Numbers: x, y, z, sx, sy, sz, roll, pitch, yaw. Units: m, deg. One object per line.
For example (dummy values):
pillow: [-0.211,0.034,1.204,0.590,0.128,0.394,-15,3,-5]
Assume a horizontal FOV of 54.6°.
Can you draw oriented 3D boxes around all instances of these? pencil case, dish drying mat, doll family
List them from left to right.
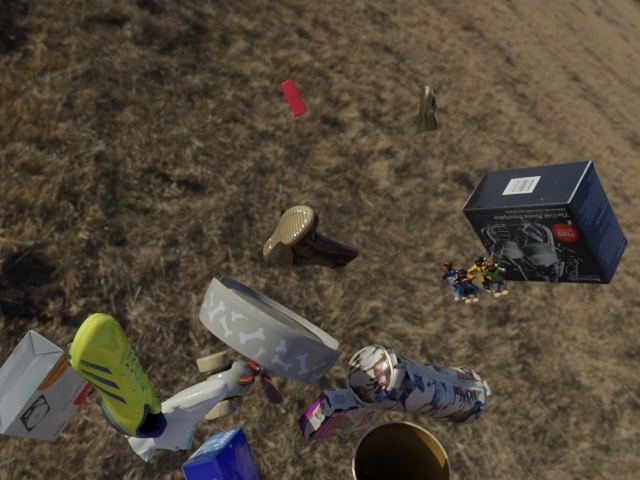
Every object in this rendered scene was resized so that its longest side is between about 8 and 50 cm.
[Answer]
dish drying mat: [-0.062,-0.332,1.445,0.008,0.032,0.083,-59,125,-81]
pencil case: [0.275,0.393,1.671,0.410,0.184,0.159,20,56,-34]
doll family: [0.392,0.094,1.598,0.111,0.193,0.076,63,30,-12]

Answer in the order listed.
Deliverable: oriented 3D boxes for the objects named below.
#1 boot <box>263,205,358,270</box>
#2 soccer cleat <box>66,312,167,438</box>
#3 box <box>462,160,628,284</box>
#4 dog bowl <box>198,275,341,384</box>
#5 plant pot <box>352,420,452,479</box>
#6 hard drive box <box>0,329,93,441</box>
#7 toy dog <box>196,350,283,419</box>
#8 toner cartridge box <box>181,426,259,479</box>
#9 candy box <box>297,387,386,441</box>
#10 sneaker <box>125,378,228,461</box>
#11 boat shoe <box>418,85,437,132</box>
boot: [0.000,0.000,1.450,0.207,0.248,0.090,10,64,-23]
soccer cleat: [-0.290,0.208,0.930,0.121,0.289,0.093,20,51,15]
box: [0.652,-0.043,1.804,0.312,0.343,0.179,52,59,-26]
dog bowl: [-0.116,0.201,1.389,0.349,0.102,0.349,31,-2,1]
plant pot: [0.181,0.617,1.560,0.237,0.254,0.237,4,50,-5]
hard drive box: [-0.567,0.303,1.266,0.089,0.232,0.181,29,73,11]
toy dog: [-0.174,0.339,1.609,0.334,0.161,0.220,-44,116,-56]
toner cartridge box: [-0.156,0.565,1.216,0.165,0.075,0.347,-11,82,-80]
candy box: [0.075,0.478,1.736,0.234,0.159,0.071,1,46,-38]
sneaker: [-0.239,0.317,1.084,0.094,0.212,0.080,62,14,1]
boat shoe: [0.261,-0.311,1.474,0.048,0.153,0.056,0,61,6]
